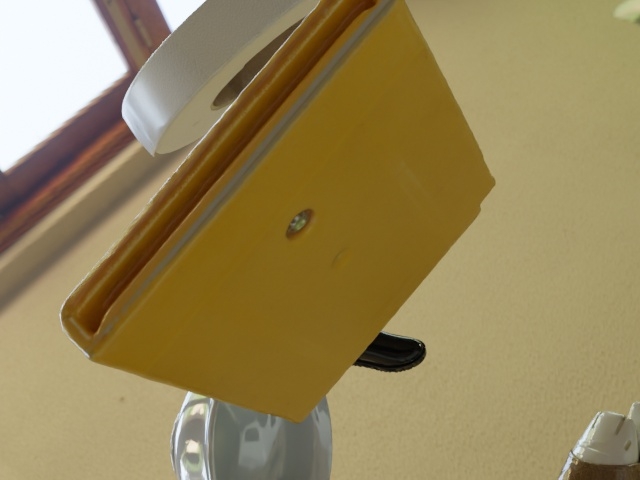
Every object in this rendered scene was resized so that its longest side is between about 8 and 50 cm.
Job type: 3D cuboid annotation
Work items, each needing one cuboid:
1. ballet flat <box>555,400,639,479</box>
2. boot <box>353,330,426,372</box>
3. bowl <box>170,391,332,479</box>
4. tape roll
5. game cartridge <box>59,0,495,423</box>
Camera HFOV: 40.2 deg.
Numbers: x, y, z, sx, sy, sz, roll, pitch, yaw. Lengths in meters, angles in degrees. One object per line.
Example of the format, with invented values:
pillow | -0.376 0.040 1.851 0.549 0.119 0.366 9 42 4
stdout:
ballet flat | 0.436 0.292 1.229 0.342 0.124 0.116 -5 -170 -39
boot | 0.048 0.097 0.963 0.121 0.099 0.045 0 -135 25
bowl | -0.111 0.283 1.207 0.134 0.298 0.298 -8 -134 29
tape roll | -0.085 -0.258 1.131 0.392 0.072 0.392 -39 -178 2
game cartridge | 0.000 0.000 0.655 0.052 0.323 0.285 41 -90 27
